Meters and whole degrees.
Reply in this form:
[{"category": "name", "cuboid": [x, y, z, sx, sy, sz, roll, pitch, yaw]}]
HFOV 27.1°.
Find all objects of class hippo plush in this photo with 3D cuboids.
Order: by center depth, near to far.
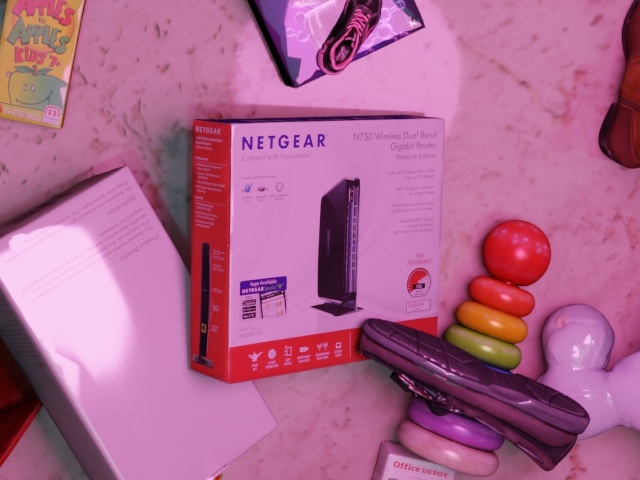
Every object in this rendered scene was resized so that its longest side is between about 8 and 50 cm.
[{"category": "hippo plush", "cuboid": [0.406, 0.193, 1.747, 0.236, 0.234, 0.294, 0, 84, 24]}]

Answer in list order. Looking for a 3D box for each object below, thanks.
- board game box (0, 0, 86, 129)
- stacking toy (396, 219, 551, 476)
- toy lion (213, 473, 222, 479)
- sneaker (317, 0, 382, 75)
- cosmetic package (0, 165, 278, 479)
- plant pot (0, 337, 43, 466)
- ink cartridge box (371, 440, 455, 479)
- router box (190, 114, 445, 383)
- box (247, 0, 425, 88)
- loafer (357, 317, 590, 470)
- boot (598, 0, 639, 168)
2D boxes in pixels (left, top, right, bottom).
[{"category": "board game box", "cuboid": [-0.350, -0.236, 1.643, 0.092, 0.043, 0.181, 11, 98, -8]}, {"category": "stacking toy", "cuboid": [0.218, 0.133, 1.728, 0.141, 0.141, 0.330, 21, 92, -9]}, {"category": "toy lion", "cuboid": [-0.176, 0.298, 1.756, 0.096, 0.034, 0.100, 5, 98, -14]}, {"category": "sneaker", "cuboid": [0.040, -0.249, 1.580, 0.047, 0.057, 0.119, 28, 95, -10]}, {"category": "cosmetic package", "cuboid": [-0.247, 0.127, 1.623, 0.217, 0.156, 0.385, -32, 102, -26]}, {"category": "plant pot", "cuboid": [-0.516, 0.169, 1.592, 0.235, 0.267, 0.267, -31, 101, 11]}, {"category": "ink cartridge box", "cuboid": [0.117, 0.348, 1.782, 0.099, 0.056, 0.135, 12, 98, -8]}, {"category": "router box", "cuboid": [0.000, 0.000, 1.620, 0.335, 0.082, 0.301, -6, 102, -38]}, {"category": "box", "cuboid": [-0.010, -0.344, 1.639, 0.184, 0.103, 0.261, -26, 101, -5]}, {"category": "loafer", "cuboid": [0.176, 0.193, 1.614, 0.302, 0.109, 0.095, 23, 105, -5]}, {"category": "boot", "cuboid": [0.437, -0.204, 1.619, 0.096, 0.280, 0.264, 23, 96, -10]}]
